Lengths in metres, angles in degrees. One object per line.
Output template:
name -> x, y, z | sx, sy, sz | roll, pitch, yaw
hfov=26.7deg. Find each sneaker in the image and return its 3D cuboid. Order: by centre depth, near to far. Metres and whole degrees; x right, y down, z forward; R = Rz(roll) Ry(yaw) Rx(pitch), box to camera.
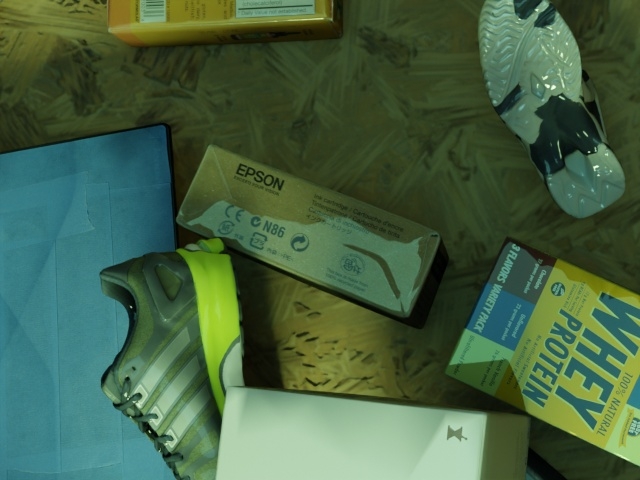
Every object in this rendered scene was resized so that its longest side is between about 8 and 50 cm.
sneaker -> -0.125, 0.146, 1.159 | 0.121, 0.111, 0.300 | -4, 70, -17
sneaker -> 0.207, -0.148, 1.276 | 0.094, 0.153, 0.235 | -32, 112, 10

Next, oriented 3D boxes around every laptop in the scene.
laptop -> -0.353, 0.057, 1.192 | 0.236, 0.408, 0.382 | -26, 61, 39

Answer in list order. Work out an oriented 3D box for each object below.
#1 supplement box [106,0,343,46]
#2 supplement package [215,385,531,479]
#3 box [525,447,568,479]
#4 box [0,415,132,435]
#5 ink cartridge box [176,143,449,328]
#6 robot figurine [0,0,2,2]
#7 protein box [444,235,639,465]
supplement box -> -0.096, -0.245, 1.377 | 0.233, 0.078, 0.080 | 1, 86, 9
supplement package -> 0.047, 0.225, 1.073 | 0.198, 0.263, 0.199 | 5, 83, 16
box -> 0.196, 0.389, 1.256 | 0.296, 0.183, 0.294 | 41, 95, 10
box -> -0.175, 0.214, 1.324 | 0.261, 0.184, 0.103 | -5, 88, 9
ink cartridge box -> 0.000, 0.000, 1.294 | 0.235, 0.193, 0.088 | 22, 88, 9
robot figurine -> -0.439, -0.329, 1.433 | 0.291, 0.085, 0.211 | 27, 93, 10
protein box -> 0.238, 0.099, 1.247 | 0.200, 0.201, 0.136 | 25, 92, 9
